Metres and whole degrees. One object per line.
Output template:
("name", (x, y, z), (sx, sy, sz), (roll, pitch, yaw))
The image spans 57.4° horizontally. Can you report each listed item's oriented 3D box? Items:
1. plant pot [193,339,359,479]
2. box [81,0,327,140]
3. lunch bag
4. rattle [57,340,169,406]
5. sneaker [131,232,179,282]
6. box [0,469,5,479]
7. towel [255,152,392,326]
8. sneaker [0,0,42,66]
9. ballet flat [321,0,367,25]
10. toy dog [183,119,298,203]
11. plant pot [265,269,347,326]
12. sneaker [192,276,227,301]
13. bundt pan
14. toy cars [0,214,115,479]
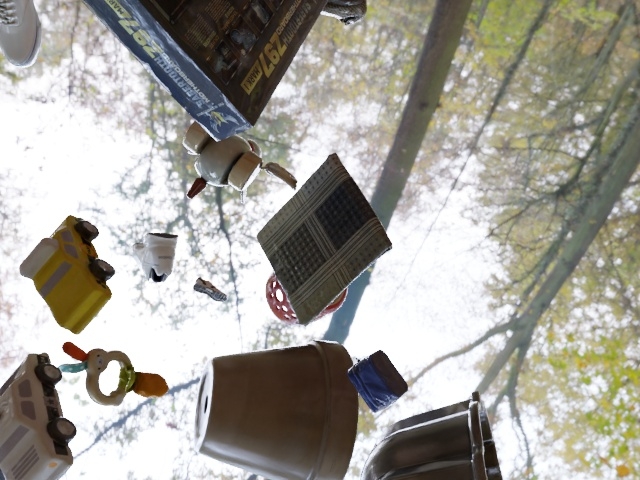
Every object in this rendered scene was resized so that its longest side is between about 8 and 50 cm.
("plant pot", (-0.109, 0.359, 1.226), (0.280, 0.323, 0.323), (10, -144, -19))
("box", (-0.090, -0.238, 0.538), (0.183, 0.059, 0.233), (45, -126, -32))
("lunch bag", (0.092, 0.238, 0.995), (0.098, 0.065, 0.067), (55, -154, 17))
("rattle", (-0.449, 0.289, 1.265), (0.142, 0.200, 0.130), (18, -124, 36))
("sneaker", (-0.480, 0.063, 1.672), (0.110, 0.297, 0.130), (4, -103, -22))
("box", (-0.784, 0.369, 1.058), (0.211, 0.396, 0.293), (30, -133, 34))
("towel", (0.000, 0.000, 1.437), (0.056, 0.324, 0.312), (15, -142, -51))
("sneaker", (-0.626, -0.481, 1.172), (0.094, 0.258, 0.091), (3, -161, 1))
("ballet flat", (-0.024, -0.444, 1.072), (0.249, 0.058, 0.084), (23, -122, 24))
("toy dog", (-0.210, -0.157, 1.296), (0.220, 0.161, 0.333), (44, -172, 19))
("plant pot", (-0.035, 0.131, 1.594), (0.191, 0.174, 0.191), (8, -107, -27))
("sneaker", (-0.309, 0.137, 1.662), (0.109, 0.040, 0.044), (33, -147, -25))
("bundt pan", (0.113, 0.310, 0.520), (0.124, 0.331, 0.331), (-11, -147, 16))
("toy cars", (-0.374, 0.131, 0.779), (0.087, 0.176, 0.394), (32, -124, -48))
